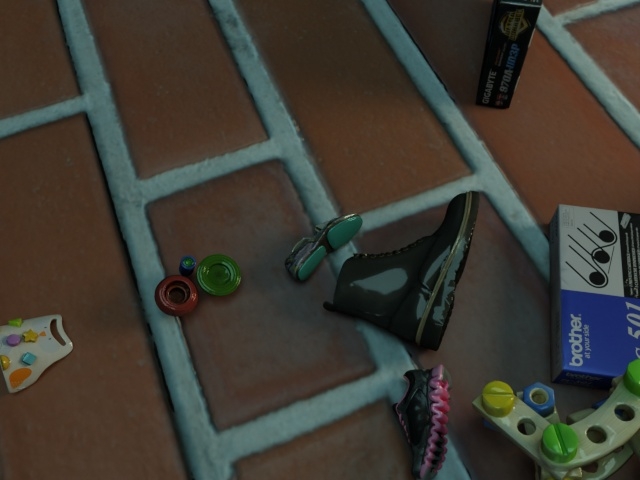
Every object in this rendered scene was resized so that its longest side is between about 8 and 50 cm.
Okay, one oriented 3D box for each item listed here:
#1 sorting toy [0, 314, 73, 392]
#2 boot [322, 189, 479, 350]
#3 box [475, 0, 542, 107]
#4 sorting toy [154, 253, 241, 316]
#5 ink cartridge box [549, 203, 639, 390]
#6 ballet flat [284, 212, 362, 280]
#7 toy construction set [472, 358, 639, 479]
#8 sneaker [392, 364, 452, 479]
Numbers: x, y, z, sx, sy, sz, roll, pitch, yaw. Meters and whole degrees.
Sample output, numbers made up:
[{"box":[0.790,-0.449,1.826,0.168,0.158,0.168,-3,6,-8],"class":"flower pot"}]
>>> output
[{"box":[-0.321,0.113,0.700,0.075,0.044,0.083,-18,59,-30],"class":"sorting toy"},{"box":[0.098,0.013,0.722,0.137,0.076,0.197,16,61,17],"class":"boot"},{"box":[0.261,-0.318,0.846,0.051,0.175,0.220,12,62,9],"class":"box"},{"box":[-0.146,0.051,0.729,0.102,0.042,0.061,-23,77,-24],"class":"sorting toy"},{"box":[0.311,0.061,0.700,0.097,0.046,0.207,7,61,7],"class":"ink cartridge box"},{"box":[0.000,0.000,0.751,0.041,0.041,0.114,39,68,21],"class":"ballet flat"},{"box":[0.288,0.246,0.529,0.215,0.151,0.327,-18,61,-2],"class":"toy construction set"},{"box":[0.100,0.185,0.643,0.057,0.047,0.119,-3,57,26],"class":"sneaker"}]
